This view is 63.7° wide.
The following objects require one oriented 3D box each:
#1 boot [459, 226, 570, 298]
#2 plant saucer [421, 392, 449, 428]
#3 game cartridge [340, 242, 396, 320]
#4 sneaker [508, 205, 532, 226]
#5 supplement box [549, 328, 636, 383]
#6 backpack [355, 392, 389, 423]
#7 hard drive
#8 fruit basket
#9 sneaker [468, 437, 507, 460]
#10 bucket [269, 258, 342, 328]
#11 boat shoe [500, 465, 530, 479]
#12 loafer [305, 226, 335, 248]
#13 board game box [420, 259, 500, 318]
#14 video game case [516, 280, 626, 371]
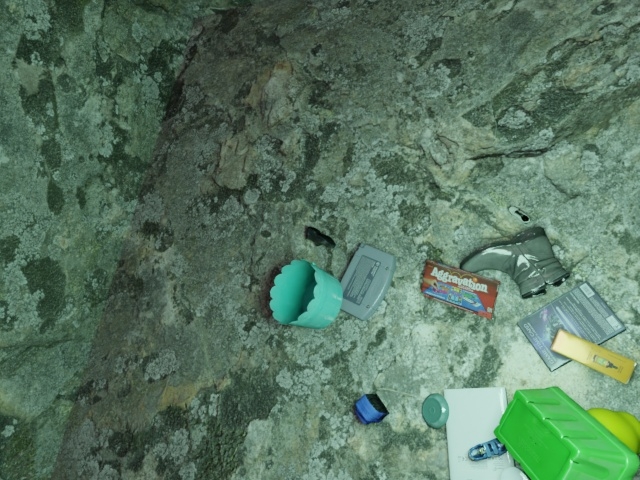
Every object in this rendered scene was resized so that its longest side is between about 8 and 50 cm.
[{"bbox_3d":[0.686,0.111,1.845,0.338,0.118,0.223,-27,65,23],"label":"boot"},{"bbox_3d":[0.400,0.601,1.819,0.119,0.021,0.120,-24,57,44],"label":"plant saucer"},{"bbox_3d":[0.187,0.173,2.127,0.196,0.060,0.295,23,82,38],"label":"game cartridge"},{"bbox_3d":[0.751,-0.097,1.933,0.040,0.043,0.109,-47,54,6],"label":"sneaker"},{"bbox_3d":[0.859,0.365,1.634,0.233,0.080,0.078,25,89,26],"label":"supplement box"},{"bbox_3d":[0.183,0.626,1.895,0.101,0.120,0.098,-47,56,4],"label":"backpack"},{"bbox_3d":[0.533,0.664,1.732,0.210,0.040,0.319,-10,65,25],"label":"hard drive"},{"bbox_3d":[0.763,0.607,1.505,0.392,0.391,0.283,31,104,35],"label":"fruit basket"},{"bbox_3d":[0.542,0.675,1.661,0.144,0.059,0.053,-30,56,14],"label":"sneaker"},{"bbox_3d":[-0.056,0.229,2.123,0.281,0.183,0.282,-23,56,38],"label":"bucket"},{"bbox_3d":[0.648,0.836,1.557,0.108,0.102,0.302,-36,63,21],"label":"boat shoe"},{"bbox_3d":[0.000,0.000,2.307,0.170,0.062,0.061,35,111,38],"label":"loafer"},{"bbox_3d":[0.514,0.178,1.914,0.281,0.027,0.145,18,111,33],"label":"board game box"},{"bbox_3d":[0.837,0.288,1.733,0.274,0.026,0.196,-35,57,13],"label":"video game case"}]
